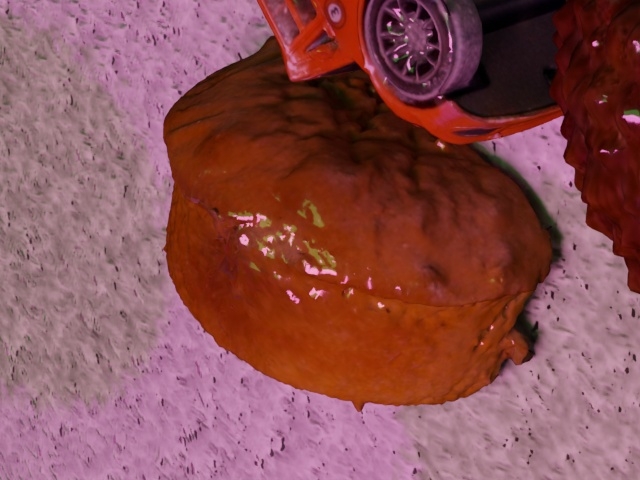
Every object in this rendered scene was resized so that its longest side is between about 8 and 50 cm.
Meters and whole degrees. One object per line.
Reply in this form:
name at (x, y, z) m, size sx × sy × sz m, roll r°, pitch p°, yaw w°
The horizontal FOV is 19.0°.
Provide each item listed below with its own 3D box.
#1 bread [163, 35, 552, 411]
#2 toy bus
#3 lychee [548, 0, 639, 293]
bread at (0.000, 0.000, 1.023) m, size 0.229 × 0.139 × 0.143 m, roll 34°, pitch 131°, yaw 31°
toy bus at (0.019, -0.191, 0.942) m, size 0.153 × 0.143 × 0.329 m, roll -37°, pitch 79°, yaw 52°
lychee at (0.226, -0.060, 0.708) m, size 0.276 × 0.275 × 0.304 m, roll -25°, pitch 117°, yaw 43°
